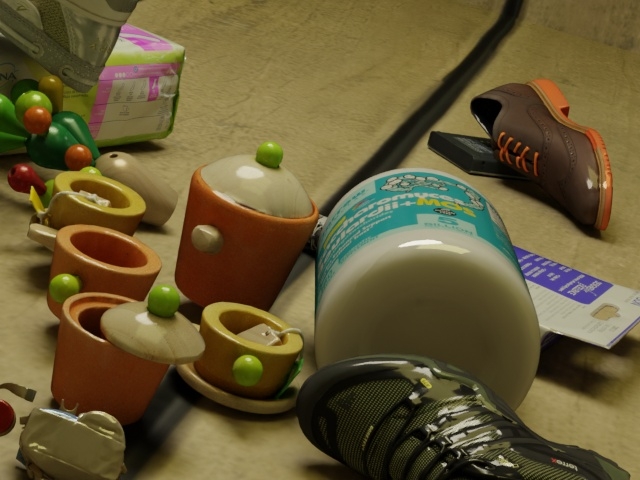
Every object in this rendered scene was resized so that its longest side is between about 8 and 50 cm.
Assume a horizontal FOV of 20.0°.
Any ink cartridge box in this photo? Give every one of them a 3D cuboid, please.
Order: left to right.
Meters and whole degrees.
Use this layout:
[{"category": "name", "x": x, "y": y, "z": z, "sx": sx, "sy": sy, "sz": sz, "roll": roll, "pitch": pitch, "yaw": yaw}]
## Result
[{"category": "ink cartridge box", "x": 0.158, "y": 0.048, "z": 1.484, "sx": 0.208, "sy": 0.045, "sz": 0.206, "roll": 20, "pitch": 16, "yaw": 19}]

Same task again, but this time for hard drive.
[{"category": "hard drive", "x": 0.201, "y": -0.094, "z": 2.055, "sx": 0.135, "sy": 0.022, "sz": 0.094, "roll": 5, "pitch": 19, "yaw": -31}]

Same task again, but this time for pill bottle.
[{"category": "pill bottle", "x": 0.068, "y": 0.035, "z": 1.263, "sx": 0.146, "sy": 0.146, "sz": 0.264, "roll": 14, "pitch": 15, "yaw": -5}]

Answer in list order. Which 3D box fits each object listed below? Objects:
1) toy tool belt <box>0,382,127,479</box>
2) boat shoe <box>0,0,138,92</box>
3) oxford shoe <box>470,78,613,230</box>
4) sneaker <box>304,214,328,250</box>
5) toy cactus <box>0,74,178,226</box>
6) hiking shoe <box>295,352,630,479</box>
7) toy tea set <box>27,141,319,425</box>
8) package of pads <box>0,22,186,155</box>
[{"category": "toy tool belt", "x": -0.146, "y": 0.111, "z": 0.994, "sx": 0.083, "sy": 0.052, "sz": 0.051, "roll": 19, "pitch": -15, "yaw": 0}, {"category": "boat shoe", "x": -0.309, "y": -0.237, "z": 1.518, "sx": 0.320, "sy": 0.103, "sz": 0.118, "roll": 27, "pitch": 14, "yaw": 4}, {"category": "oxford shoe", "x": 0.237, "y": -0.088, "z": 1.949, "sx": 0.098, "sy": 0.097, "sz": 0.271, "roll": -4, "pitch": 29, "yaw": -14}, {"category": "sneaker", "x": 0.000, "y": 0.000, "z": 1.524, "sx": 0.069, "sy": 0.038, "sz": 0.098, "roll": 17, "pitch": 6, "yaw": 11}, {"category": "toy cactus", "x": -0.201, "y": -0.055, "z": 1.449, "sx": 0.180, "sy": 0.112, "sz": 0.219, "roll": 29, "pitch": 6, "yaw": -27}, {"category": "hiking shoe", "x": 0.080, "y": 0.132, "z": 1.050, "sx": 0.226, "sy": 0.086, "sz": 0.114, "roll": 22, "pitch": 13, "yaw": 18}, {"category": "toy tea set", "x": -0.089, "y": 0.009, "z": 1.203, "sx": 0.200, "sy": 0.124, "sz": 0.336, "roll": 15, "pitch": 20, "yaw": -14}, {"category": "package of pads", "x": -0.292, "y": -0.159, "z": 1.665, "sx": 0.229, "sy": 0.101, "sz": 0.296, "roll": 25, "pitch": 21, "yaw": 32}]
